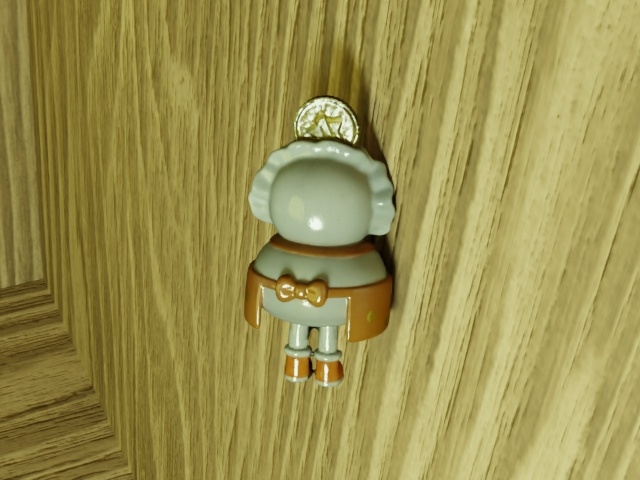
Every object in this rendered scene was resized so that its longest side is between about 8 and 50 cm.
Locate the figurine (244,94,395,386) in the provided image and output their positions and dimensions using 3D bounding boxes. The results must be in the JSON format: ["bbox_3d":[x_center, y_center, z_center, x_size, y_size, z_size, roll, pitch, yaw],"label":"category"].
[{"bbox_3d":[-0.002,0.006,1.166,0.143,0.143,0.271,46,144,50],"label":"figurine"}]
